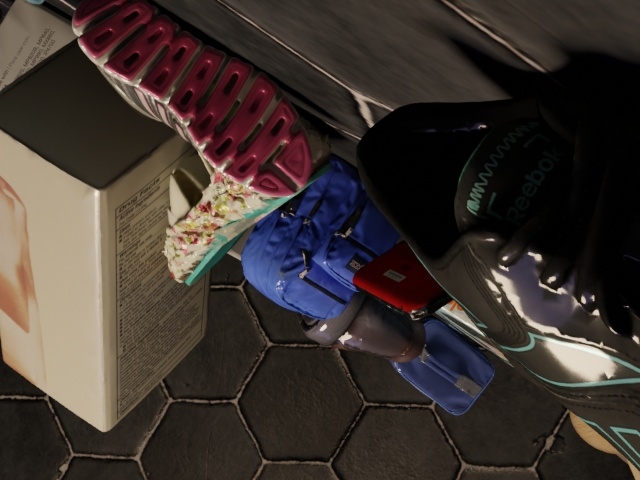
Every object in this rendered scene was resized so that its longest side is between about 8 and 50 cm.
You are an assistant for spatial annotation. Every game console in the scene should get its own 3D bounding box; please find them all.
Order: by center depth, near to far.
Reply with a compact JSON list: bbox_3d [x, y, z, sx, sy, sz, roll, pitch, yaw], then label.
[{"bbox_3d":[0.105,0.034,0.837,0.085,0.124,0.144,59,171,-12],"label":"game console"}]

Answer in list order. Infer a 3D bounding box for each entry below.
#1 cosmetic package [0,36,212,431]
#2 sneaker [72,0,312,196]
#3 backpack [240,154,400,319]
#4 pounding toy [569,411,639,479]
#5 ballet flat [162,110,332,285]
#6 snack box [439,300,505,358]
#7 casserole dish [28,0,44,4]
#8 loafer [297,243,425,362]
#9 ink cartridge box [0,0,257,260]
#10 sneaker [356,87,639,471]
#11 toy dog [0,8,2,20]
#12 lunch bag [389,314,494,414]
[{"bbox_3d":[-0.176,-0.004,1.047,0.129,0.153,0.296,31,139,19],"label":"cosmetic package"},{"bbox_3d":[-0.075,-0.089,0.790,0.170,0.063,0.075,37,178,-5],"label":"sneaker"},{"bbox_3d":[0.000,0.000,1.004,0.098,0.120,0.101,34,177,-38],"label":"backpack"},{"bbox_3d":[0.206,0.132,0.573,0.269,0.155,0.154,32,174,-9],"label":"pounding toy"},{"bbox_3d":[-0.065,-0.040,0.924,0.077,0.091,0.241,50,147,-2],"label":"ballet flat"},{"bbox_3d":[0.187,0.085,1.145,0.187,0.060,0.322,32,178,16],"label":"snack box"},{"bbox_3d":[-0.198,-0.181,0.731,0.114,0.037,0.188,32,177,-16],"label":"casserole dish"},{"bbox_3d":[0.034,0.041,1.191,0.095,0.109,0.302,30,-168,-10],"label":"loafer"},{"bbox_3d":[-0.177,-0.103,1.240,0.272,0.114,0.197,30,178,15],"label":"ink cartridge box"},{"bbox_3d":[0.092,0.020,0.348,0.106,0.101,0.267,35,177,-26],"label":"sneaker"},{"bbox_3d":[-0.402,-0.244,1.360,0.334,0.161,0.220,46,-176,11],"label":"toy dog"},{"bbox_3d":[0.113,0.115,1.228,0.098,0.067,0.065,37,179,-8],"label":"lunch bag"}]
